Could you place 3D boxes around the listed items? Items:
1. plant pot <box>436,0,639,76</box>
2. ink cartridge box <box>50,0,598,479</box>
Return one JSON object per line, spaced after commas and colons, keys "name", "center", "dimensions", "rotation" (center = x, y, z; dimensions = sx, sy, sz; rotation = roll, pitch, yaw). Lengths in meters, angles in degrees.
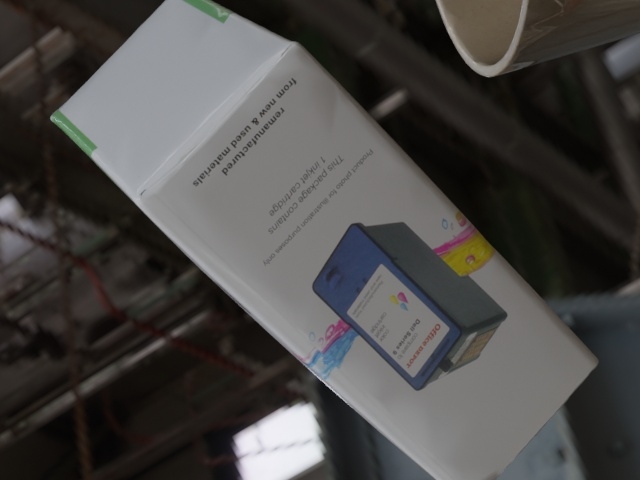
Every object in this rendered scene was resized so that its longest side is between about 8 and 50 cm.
{"name": "plant pot", "center": [0.205, -0.235, 0.961], "dimensions": [0.256, 0.274, 0.256], "rotation": [171, 90, -82]}
{"name": "ink cartridge box", "center": [0.000, 0.000, 0.782], "dimensions": [0.212, 0.093, 0.154], "rotation": [46, 176, -26]}
